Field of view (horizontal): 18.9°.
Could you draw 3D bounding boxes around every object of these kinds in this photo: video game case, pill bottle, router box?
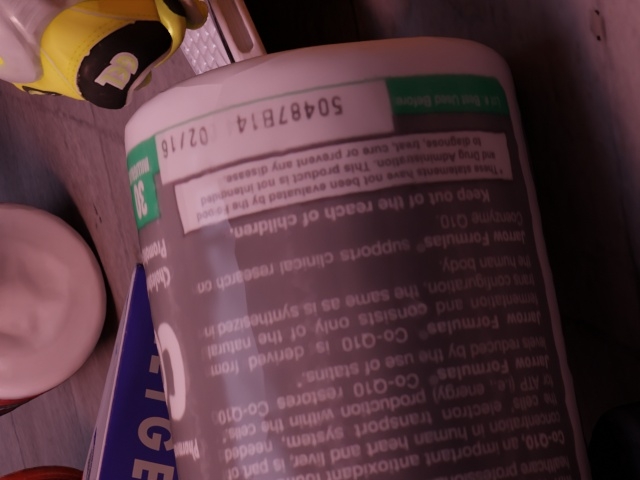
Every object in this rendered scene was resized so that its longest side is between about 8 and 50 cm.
[{"bbox_3d":[-0.051,-0.129,1.174,0.190,0.022,0.173,75,172,-81],"label":"video game case"},{"bbox_3d":[-0.324,0.079,1.807,0.318,0.176,0.176,-28,82,66],"label":"pill bottle"},{"bbox_3d":[-0.141,0.239,1.396,0.335,0.082,0.301,-85,10,-45],"label":"router box"},{"bbox_3d":[0.028,0.096,0.958,0.204,0.204,0.361,151,110,-66],"label":"pill bottle"}]

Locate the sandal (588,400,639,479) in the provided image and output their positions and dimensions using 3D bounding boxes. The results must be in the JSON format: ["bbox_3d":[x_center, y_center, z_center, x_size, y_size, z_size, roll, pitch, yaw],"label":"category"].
[{"bbox_3d":[0.248,0.223,0.814,0.446,0.107,0.168,-116,20,-46],"label":"sandal"}]

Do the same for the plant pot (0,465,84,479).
[{"bbox_3d":[-0.231,0.396,1.783,0.265,0.272,0.272,39,142,36],"label":"plant pot"}]

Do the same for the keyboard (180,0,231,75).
[{"bbox_3d":[-0.120,-0.211,1.351,0.256,0.014,0.072,59,154,23],"label":"keyboard"}]

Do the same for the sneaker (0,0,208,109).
[{"bbox_3d":[-0.143,-0.144,1.067,0.147,0.145,0.385,41,-166,-7],"label":"sneaker"}]
